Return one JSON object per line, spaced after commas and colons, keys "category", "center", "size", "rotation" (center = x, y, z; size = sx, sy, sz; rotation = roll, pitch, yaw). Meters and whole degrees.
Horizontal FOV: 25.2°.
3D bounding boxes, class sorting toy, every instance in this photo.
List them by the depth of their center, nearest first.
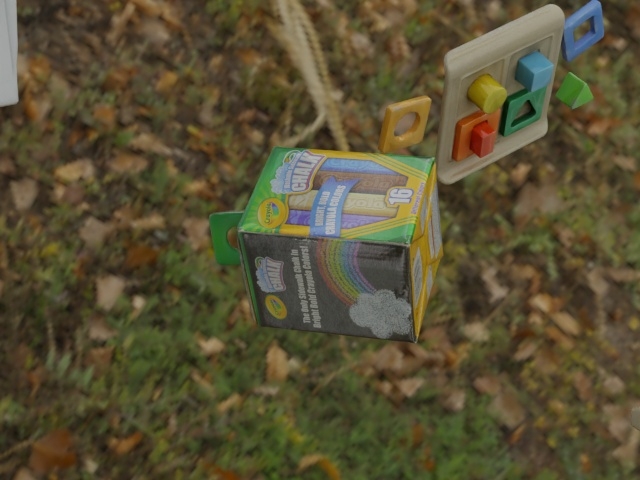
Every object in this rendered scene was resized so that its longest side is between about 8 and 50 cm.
{"category": "sorting toy", "center": [0.221, -0.167, 1.726], "size": [0.347, 0.196, 0.047], "rotation": [-27, 51, -23]}

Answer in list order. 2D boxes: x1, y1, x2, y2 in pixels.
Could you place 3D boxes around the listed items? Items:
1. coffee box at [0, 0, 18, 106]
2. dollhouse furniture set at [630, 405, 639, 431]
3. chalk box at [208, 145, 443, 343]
{"category": "coffee box", "center": [-0.458, -0.273, 1.054], "size": [0.337, 0.338, 0.334], "rotation": [22, 27, 38]}
{"category": "dollhouse furniture set", "center": [0.342, 0.118, 1.310], "size": [0.091, 0.114, 0.081], "rotation": [-15, 20, -39]}
{"category": "chalk box", "center": [0.000, 0.000, 1.385], "size": [0.213, 0.132, 0.132], "rotation": [6, 43, 15]}
